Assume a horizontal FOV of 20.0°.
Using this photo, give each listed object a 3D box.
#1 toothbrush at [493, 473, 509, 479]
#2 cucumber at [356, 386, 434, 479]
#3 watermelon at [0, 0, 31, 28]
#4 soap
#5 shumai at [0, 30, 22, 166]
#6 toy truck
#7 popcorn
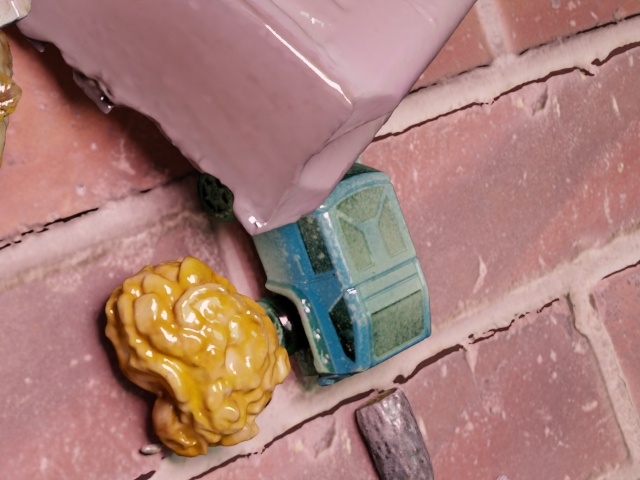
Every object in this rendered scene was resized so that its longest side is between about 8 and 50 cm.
[{"bbox_3d":[0.264,0.392,2.069,0.025,0.020,0.286,-38,105,-46],"label":"toothbrush"},{"bbox_3d":[0.082,0.214,1.925,0.064,0.064,0.112,-30,100,-41],"label":"cucumber"},{"bbox_3d":[-0.387,-0.295,1.599,0.175,0.188,0.322,41,28,-75],"label":"watermelon"},{"bbox_3d":[-0.031,-0.269,1.763,0.350,0.213,0.435,38,47,2],"label":"soap"},{"bbox_3d":[-0.327,-0.138,1.601,0.184,0.142,0.184,7,79,-39],"label":"shumai"},{"bbox_3d":[0.000,0.000,1.842,0.155,0.156,0.279,-24,97,-42],"label":"toy truck"},{"bbox_3d":[-0.108,0.104,1.738,0.163,0.140,0.194,-27,100,-36],"label":"popcorn"}]
